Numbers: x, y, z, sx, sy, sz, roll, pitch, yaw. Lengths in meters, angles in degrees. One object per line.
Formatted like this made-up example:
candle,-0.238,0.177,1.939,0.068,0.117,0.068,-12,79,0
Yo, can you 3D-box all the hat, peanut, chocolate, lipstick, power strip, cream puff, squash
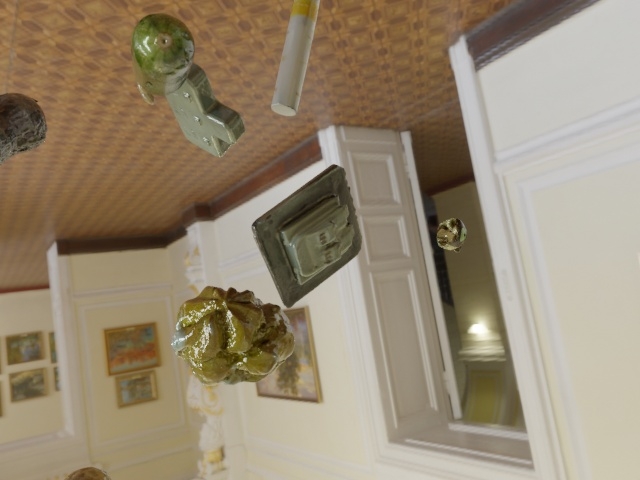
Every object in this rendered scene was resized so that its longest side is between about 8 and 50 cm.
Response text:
hat,0.336,-0.012,1.320,0.059,0.077,0.076,27,142,-33
peanut,-0.547,-0.464,1.638,0.037,0.083,0.037,-19,-150,11
chocolate,-0.552,-0.173,0.870,0.110,0.110,0.248,-12,-155,22
lipstick,-0.052,-0.394,1.105,0.059,0.263,0.059,11,171,2
power strip,0.000,0.000,0.910,0.213,0.198,0.065,-38,-141,-23
power strip,-0.257,-0.283,1.167,0.194,0.059,0.265,30,159,19
peanut,-0.438,0.480,0.925,0.103,0.098,0.229,7,131,-51
cream puff,-0.256,0.257,1.575,0.379,0.275,0.378,8,-159,-3
squash,-0.185,-0.211,0.607,0.069,0.069,0.239,-7,-170,-17
